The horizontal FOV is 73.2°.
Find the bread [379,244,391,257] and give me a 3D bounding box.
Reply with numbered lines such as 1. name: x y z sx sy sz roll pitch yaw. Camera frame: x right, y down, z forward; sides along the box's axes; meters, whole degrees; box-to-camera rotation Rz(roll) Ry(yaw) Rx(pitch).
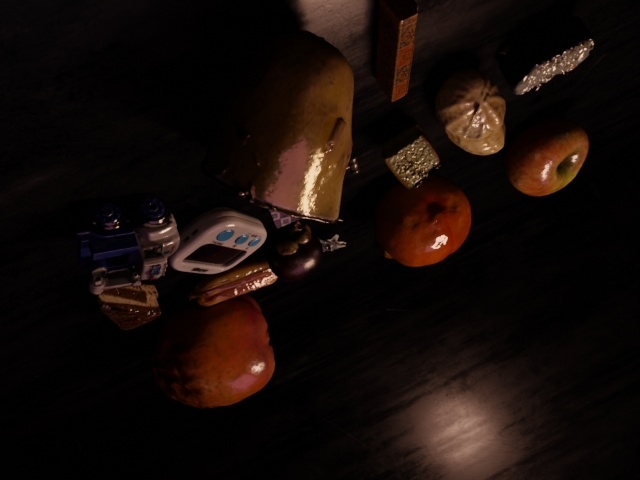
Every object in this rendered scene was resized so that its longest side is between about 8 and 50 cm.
1. bread: 0.364 -0.032 1.939 0.186 0.109 0.380 -25 158 -4

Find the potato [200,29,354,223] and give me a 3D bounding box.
1. potato: -0.036 -0.216 0.825 0.295 0.290 0.397 -64 169 15

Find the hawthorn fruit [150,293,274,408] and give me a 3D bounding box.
1. hawthorn fruit: -0.397 0.420 1.621 0.473 0.471 0.471 -24 160 -9

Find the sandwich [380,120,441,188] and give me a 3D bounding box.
1. sandwich: 0.254 -0.258 1.230 0.122 0.128 0.235 -34 -158 21

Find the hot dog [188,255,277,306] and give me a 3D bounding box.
1. hot dog: -0.304 0.136 1.533 0.338 0.100 0.135 -19 150 -23

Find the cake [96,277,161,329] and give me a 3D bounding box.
1. cake: -0.604 0.193 1.275 0.135 0.112 0.246 -29 160 12

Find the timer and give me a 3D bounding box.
1. timer: -0.294 0.003 1.228 0.237 0.086 0.262 -34 159 17

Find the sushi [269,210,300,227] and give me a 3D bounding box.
1. sushi: -0.064 -0.126 1.271 0.201 0.031 0.139 -22 135 -8

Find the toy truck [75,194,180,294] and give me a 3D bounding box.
1. toy truck: -0.423 0.014 0.964 0.213 0.176 0.161 -12 154 -34

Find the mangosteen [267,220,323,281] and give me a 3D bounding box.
1. mangosteen: -0.089 0.027 1.439 0.194 0.194 0.230 -22 133 -13

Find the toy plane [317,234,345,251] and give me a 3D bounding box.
1. toy plane: 0.004 0.016 1.652 0.160 0.082 0.234 -8 175 38

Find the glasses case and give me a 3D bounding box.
1. glasses case: 0.150 -0.380 0.856 0.049 0.075 0.218 -28 160 -5

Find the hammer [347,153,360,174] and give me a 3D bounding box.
1. hammer: -0.026 -0.163 1.219 0.293 0.029 0.058 -24 133 -3

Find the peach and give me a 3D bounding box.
1. peach: 0.357 -0.072 1.525 0.343 0.342 0.302 -22 177 -13

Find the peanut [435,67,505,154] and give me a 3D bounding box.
1. peanut: 0.410 -0.339 1.165 0.174 0.158 0.340 7 177 23

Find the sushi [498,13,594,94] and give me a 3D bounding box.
1. sushi: 0.571 -0.470 1.104 0.213 0.114 0.147 -30 157 12

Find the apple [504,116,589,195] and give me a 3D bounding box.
1. apple: 0.845 -0.328 1.650 0.278 0.250 0.309 4 125 -29
